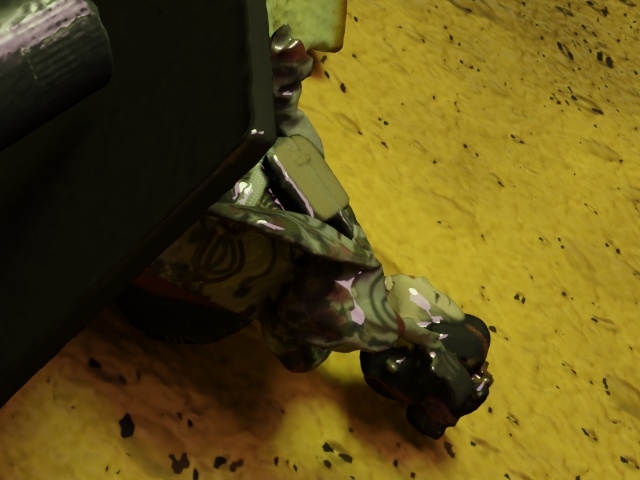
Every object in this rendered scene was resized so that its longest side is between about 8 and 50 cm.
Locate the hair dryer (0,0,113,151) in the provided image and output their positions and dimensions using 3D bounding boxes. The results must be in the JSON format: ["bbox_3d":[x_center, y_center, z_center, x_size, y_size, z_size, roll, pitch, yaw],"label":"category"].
[{"bbox_3d":[-0.183,-0.067,0.483,0.173,0.050,0.195,-33,63,-27],"label":"hair dryer"}]

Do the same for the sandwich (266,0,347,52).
[{"bbox_3d":[-0.056,-0.194,0.716,0.122,0.128,0.236,-23,68,-44],"label":"sandwich"}]

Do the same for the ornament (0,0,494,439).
[{"bbox_3d":[0.000,0.000,0.555,0.196,0.153,0.166,30,36,-31],"label":"ornament"}]
